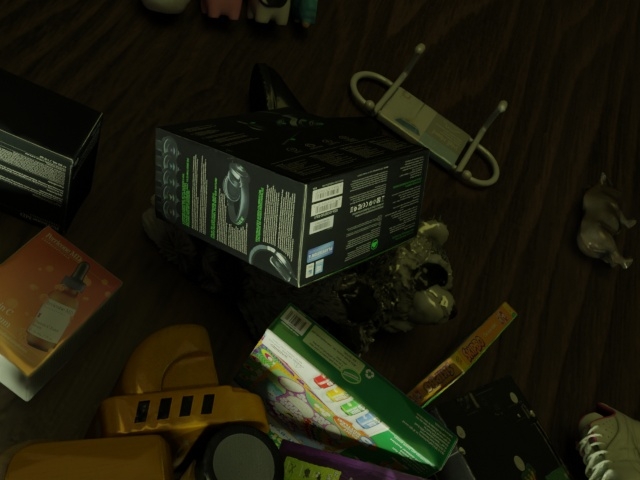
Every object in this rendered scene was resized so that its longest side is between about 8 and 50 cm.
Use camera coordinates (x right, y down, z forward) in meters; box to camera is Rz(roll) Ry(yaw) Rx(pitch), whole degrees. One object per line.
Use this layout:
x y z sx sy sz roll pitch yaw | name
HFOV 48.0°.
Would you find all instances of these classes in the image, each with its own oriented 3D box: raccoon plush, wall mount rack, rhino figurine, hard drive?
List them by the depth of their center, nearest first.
0.282 0.368 0.996 0.236 0.064 0.339 -5 58 -50 | hard drive
0.000 0.000 1.079 0.446 0.216 0.299 43 44 7 | raccoon plush
0.203 -0.221 1.339 0.350 0.130 0.304 35 47 1 | wall mount rack
0.568 -0.051 1.436 0.106 0.073 0.243 30 50 -7 | rhino figurine

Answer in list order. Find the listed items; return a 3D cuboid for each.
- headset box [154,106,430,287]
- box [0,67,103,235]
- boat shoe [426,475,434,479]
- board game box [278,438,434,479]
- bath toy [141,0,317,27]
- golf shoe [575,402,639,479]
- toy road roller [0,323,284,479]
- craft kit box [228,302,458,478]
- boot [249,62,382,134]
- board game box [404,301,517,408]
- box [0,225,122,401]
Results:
-0.047 -0.077 0.941 0.283 0.131 0.246 23 29 35 | headset box
-0.444 -0.138 0.970 0.261 0.184 0.103 24 50 -9 | box
0.106 0.297 1.001 0.084 0.079 0.233 -17 68 -33 | boat shoe
-0.007 0.407 0.768 0.056 0.208 0.347 47 56 -46 | board game box
-0.171 -0.489 1.359 0.348 0.129 0.151 -4 27 -27 | bath toy
0.429 0.339 1.068 0.140 0.115 0.306 40 23 19 | golf shoe
-0.219 0.231 0.821 0.329 0.202 0.241 1 55 -29 | toy road roller
0.005 0.223 0.896 0.250 0.247 0.061 38 54 4 | craft kit box
-0.005 -0.200 1.261 0.207 0.094 0.247 -7 69 -24 | boot
0.197 0.174 1.040 0.039 0.124 0.259 46 33 10 | board game box
-0.361 0.091 0.917 0.130 0.091 0.170 36 52 2 | box
